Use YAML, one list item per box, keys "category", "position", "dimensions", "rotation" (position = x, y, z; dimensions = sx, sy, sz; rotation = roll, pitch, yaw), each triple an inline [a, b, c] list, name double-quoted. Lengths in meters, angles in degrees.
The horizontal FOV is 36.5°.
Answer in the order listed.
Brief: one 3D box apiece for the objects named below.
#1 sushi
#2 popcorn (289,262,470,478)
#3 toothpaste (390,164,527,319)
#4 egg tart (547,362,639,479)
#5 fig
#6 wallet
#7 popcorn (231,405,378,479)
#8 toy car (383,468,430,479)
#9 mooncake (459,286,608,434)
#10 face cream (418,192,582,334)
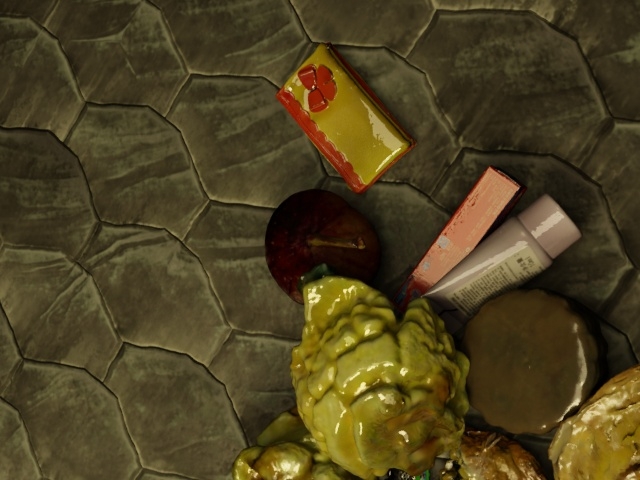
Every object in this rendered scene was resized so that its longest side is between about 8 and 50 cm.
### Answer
- category: "sushi"
  position: [0.286, 0.431, 1.522]
  dimensions: [0.179, 0.167, 0.296]
  rotation: [-28, 87, -4]
- category: "popcorn"
  position: [0.098, 0.211, 1.456]
  dimensions: [0.293, 0.293, 0.237]
  rotation: [-63, 33, 11]
- category: "toothpaste"
  position: [0.212, 0.025, 1.580]
  dimensions: [0.066, 0.076, 0.320]
  rotation: [39, 104, 16]
- category: "egg tart"
  position: [0.501, 0.334, 1.381]
  dimensions: [0.341, 0.129, 0.341]
  rotation: [0, 117, 1]
- category: "fig"
  position: [-0.012, 0.010, 1.572]
  dimensions: [0.186, 0.249, 0.203]
  rotation: [-34, 76, 10]
- category: "wallet"
  position: [0.035, -0.207, 1.649]
  dimensions: [0.141, 0.067, 0.241]
  rotation: [-43, 77, 18]
- category: "popcorn"
  position: [-0.028, 0.397, 1.584]
  dimensions: [0.225, 0.276, 0.276]
  rotation: [6, 93, 16]
- category: "toy car"
  position: [0.144, 0.439, 1.611]
  dimensions: [0.071, 0.062, 0.165]
  rotation: [-179, 88, -66]
- category: "mooncake"
  position: [0.331, 0.185, 1.500]
  dimensions: [0.228, 0.124, 0.228]
  rotation: [-3, 84, 35]
- category: "face cream"
  position: [0.279, 0.044, 1.533]
  dimensions: [0.274, 0.154, 0.096]
  rotation: [-40, 55, 10]
